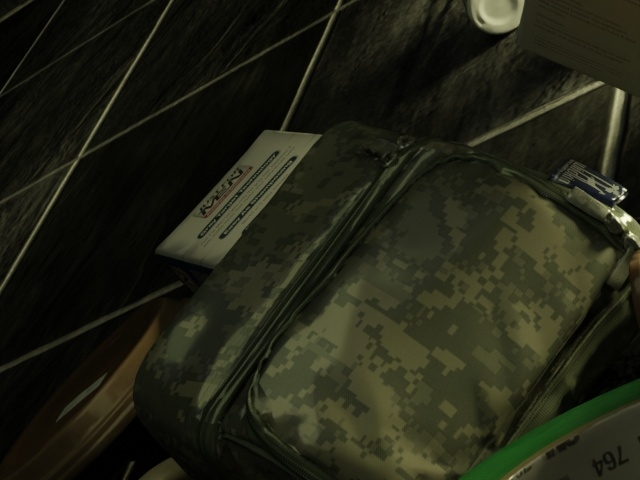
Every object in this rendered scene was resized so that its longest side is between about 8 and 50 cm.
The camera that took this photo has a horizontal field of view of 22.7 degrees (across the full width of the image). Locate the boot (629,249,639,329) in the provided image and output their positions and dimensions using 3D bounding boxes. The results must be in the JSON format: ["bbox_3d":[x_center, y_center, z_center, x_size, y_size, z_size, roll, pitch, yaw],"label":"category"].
[{"bbox_3d":[0.292,-0.008,0.829,0.220,0.109,0.283,-14,-2,22],"label":"boot"}]

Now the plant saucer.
[{"bbox_3d":[-0.215,0.151,1.522,0.278,0.041,0.278,-44,11,11],"label":"plant saucer"}]

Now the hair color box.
[{"bbox_3d":[0.000,0.000,1.442,0.174,0.105,0.347,-48,24,-15],"label":"hair color box"}]

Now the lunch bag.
[{"bbox_3d":[0.065,0.082,1.093,0.256,0.212,0.305,20,64,46],"label":"lunch bag"}]

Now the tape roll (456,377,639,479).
[{"bbox_3d":[0.192,0.137,0.789,0.321,0.077,0.321,-25,6,3],"label":"tape roll"}]

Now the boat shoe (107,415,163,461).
[{"bbox_3d":[-0.147,0.162,1.453,0.152,0.056,0.049,-17,38,44],"label":"boat shoe"}]

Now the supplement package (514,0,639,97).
[{"bbox_3d":[0.287,-0.253,1.164,0.198,0.199,0.262,-56,-16,-30],"label":"supplement package"}]

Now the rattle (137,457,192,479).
[{"bbox_3d":[-0.056,0.216,1.207,0.200,0.130,0.143,-23,26,-28],"label":"rattle"}]

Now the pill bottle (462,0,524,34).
[{"bbox_3d":[0.178,-0.265,1.675,0.065,0.065,0.116,-36,25,15],"label":"pill bottle"}]
